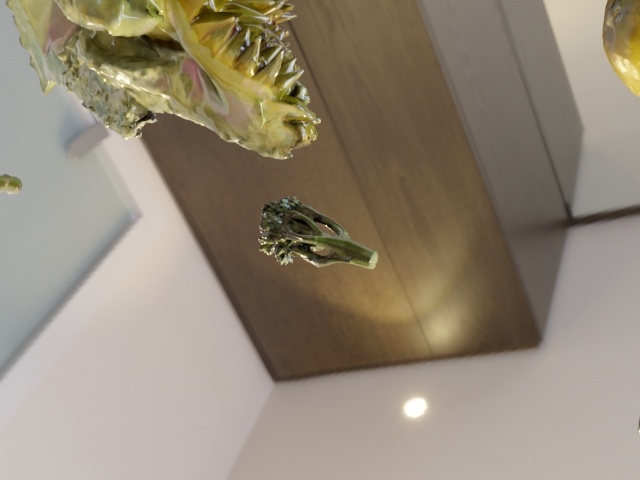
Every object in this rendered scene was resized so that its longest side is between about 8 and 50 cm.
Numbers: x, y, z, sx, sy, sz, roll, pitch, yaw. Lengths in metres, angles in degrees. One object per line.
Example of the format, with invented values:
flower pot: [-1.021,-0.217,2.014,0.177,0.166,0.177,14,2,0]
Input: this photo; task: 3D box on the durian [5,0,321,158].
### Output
durian: [-0.104,-0.142,0.544,0.306,0.172,0.166,30,-86,43]

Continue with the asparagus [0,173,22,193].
asparagus: [-0.364,-0.062,1.090,0.024,0.025,0.248,-37,-173,-4]

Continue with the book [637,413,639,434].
book: [0.274,0.071,0.760,0.017,0.103,0.135,17,-134,11]

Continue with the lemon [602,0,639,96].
lemon: [0.442,-0.266,1.145,0.219,0.240,0.240,-1,-159,-13]

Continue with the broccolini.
broccolini: [-0.011,-0.007,1.235,0.203,0.068,0.091,12,-103,51]
